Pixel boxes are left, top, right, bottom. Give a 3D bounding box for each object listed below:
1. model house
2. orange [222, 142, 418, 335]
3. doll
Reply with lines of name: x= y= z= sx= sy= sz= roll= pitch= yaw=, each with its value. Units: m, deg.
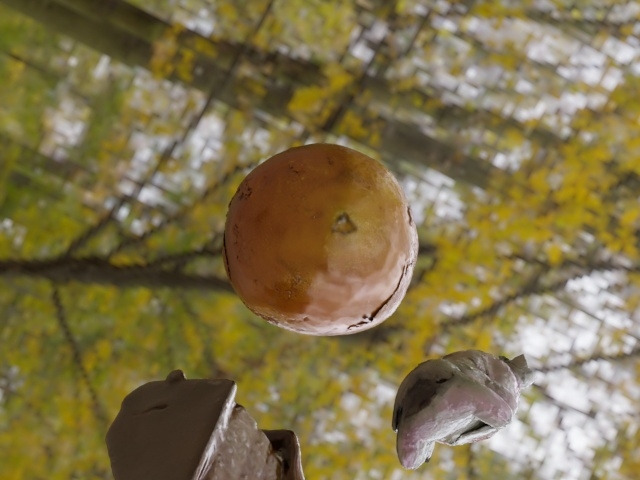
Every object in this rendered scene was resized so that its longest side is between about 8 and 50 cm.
model house: x=-0.122 y=0.287 z=2.039 sx=0.199 sy=0.229 sz=0.220 roll=-13 pitch=-148 yaw=42
orange: x=0.000 y=0.000 z=2.162 sx=0.240 sy=0.240 sz=0.240 roll=-50 pitch=-155 yaw=33
doll: x=0.130 y=0.160 z=1.753 sx=0.149 sy=0.095 sz=0.192 roll=-30 pitch=172 yaw=16
